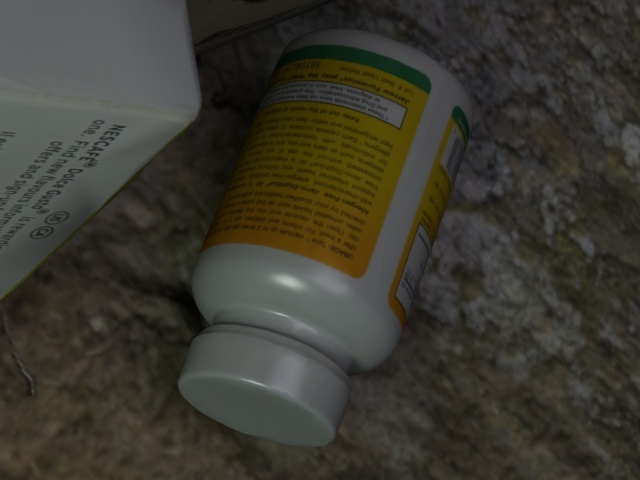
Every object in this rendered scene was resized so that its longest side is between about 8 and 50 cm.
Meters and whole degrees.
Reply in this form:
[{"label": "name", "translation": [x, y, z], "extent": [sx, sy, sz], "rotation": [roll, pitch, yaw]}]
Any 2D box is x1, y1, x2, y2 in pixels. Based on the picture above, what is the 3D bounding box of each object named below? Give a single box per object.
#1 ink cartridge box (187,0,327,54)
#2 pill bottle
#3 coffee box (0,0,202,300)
[{"label": "ink cartridge box", "translation": [0.005, -0.190, 0.840], "extent": [0.198, 0.273, 0.115], "rotation": [-26, 95, -35]}, {"label": "pill bottle", "translation": [0.000, 0.000, 0.891], "extent": [0.117, 0.117, 0.208], "rotation": [31, 64, -25]}, {"label": "coffee box", "translation": [-0.280, -0.130, 0.560], "extent": [0.334, 0.338, 0.337], "rotation": [5, 64, -34]}]
